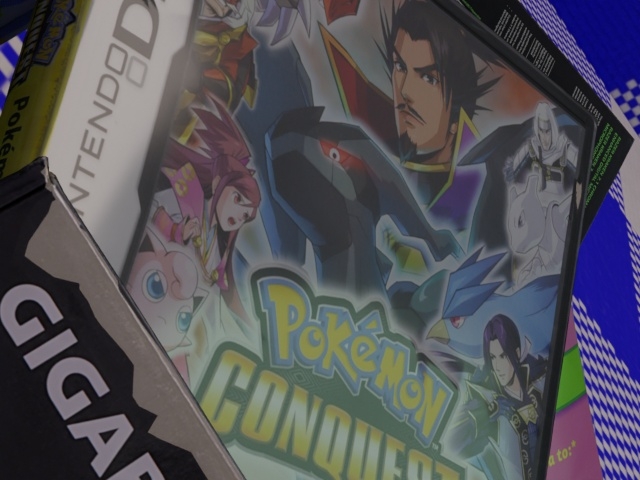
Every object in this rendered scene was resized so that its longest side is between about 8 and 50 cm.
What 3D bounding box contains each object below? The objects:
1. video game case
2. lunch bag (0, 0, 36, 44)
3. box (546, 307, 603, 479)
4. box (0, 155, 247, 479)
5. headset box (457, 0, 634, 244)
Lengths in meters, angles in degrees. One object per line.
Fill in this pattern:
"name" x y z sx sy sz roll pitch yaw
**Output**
"video game case" 0.000 0.000 0.613 0.275 0.035 0.248 32 59 -37
"lunch bag" -0.199 -0.122 0.611 0.176 0.219 0.090 39 33 -45
"box" 0.013 0.082 0.735 0.213 0.117 0.243 -16 96 -44
"box" -0.109 0.178 0.351 0.295 0.293 0.073 59 -23 -1
"headset box" 0.034 -0.095 1.092 0.246 0.131 0.283 18 -15 43
